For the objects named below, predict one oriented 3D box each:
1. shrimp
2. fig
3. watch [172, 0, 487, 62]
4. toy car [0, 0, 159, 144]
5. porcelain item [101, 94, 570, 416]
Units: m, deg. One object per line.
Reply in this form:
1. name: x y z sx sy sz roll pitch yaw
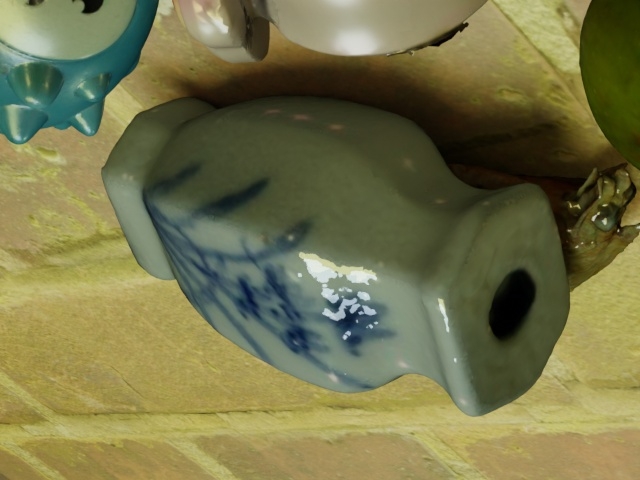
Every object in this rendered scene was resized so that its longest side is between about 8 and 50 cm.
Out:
1. shrimp: 0.167 -0.018 1.251 0.168 0.077 0.317 32 154 -5
2. fig: 0.257 -0.105 0.931 0.181 0.191 0.181 3 116 7
3. watch: 0.011 -0.226 0.934 0.217 0.248 0.211 -9 142 8
4. toy car: -0.223 -0.174 1.140 0.188 0.190 0.255 8 157 -24
5. porcelain item: 0.000 0.000 1.254 0.405 0.178 0.243 18 141 38
